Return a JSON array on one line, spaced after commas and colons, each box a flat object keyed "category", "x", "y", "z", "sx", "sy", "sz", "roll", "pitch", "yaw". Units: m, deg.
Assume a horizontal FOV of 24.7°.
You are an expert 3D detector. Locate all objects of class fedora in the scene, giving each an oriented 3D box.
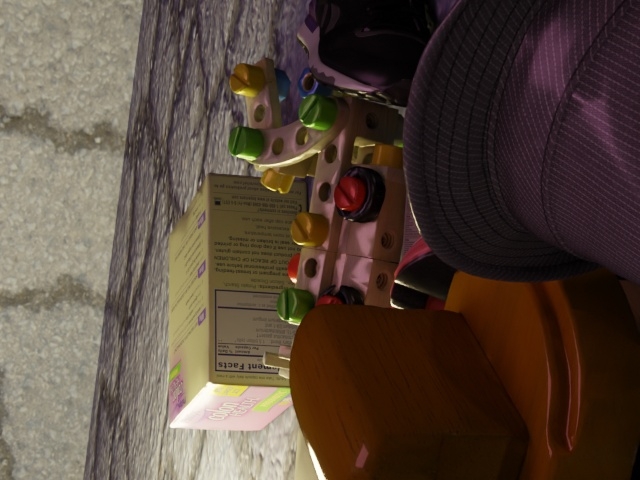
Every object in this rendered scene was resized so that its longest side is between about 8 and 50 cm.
[{"category": "fedora", "x": 0.182, "y": -0.057, "z": 0.616, "sx": 0.124, "sy": 0.275, "sz": 0.243, "roll": 45, "pitch": 155, "yaw": 37}]

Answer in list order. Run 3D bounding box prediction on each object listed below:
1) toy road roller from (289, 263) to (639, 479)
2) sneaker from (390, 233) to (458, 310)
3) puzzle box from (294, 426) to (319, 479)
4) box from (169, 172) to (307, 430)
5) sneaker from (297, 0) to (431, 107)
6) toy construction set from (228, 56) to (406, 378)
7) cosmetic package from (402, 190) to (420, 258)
[{"category": "toy road roller", "x": 0.096, "y": 0.151, "z": 0.809, "sx": 0.202, "sy": 0.241, "sz": 0.329, "roll": -114, "pitch": 32, "yaw": -57}, {"category": "sneaker", "x": 0.106, "y": 0.061, "z": 1.087, "sx": 0.314, "sy": 0.116, "sz": 0.136, "roll": 107, "pitch": -171, "yaw": -54}, {"category": "puzzle box", "x": 0.025, "y": 0.387, "z": 1.315, "sx": 0.272, "sy": 0.052, "sz": 0.408, "roll": -173, "pitch": 87, "yaw": -73}, {"category": "box", "x": -0.096, "y": 0.076, "z": 1.672, "sx": 0.213, "sy": 0.117, "sz": 0.243, "roll": 131, "pitch": 140, "yaw": -63}, {"category": "sneaker", "x": 0.046, "y": -0.205, "z": 1.304, "sx": 0.283, "sy": 0.107, "sz": 0.124, "roll": -123, "pitch": 46, "yaw": -63}, {"category": "toy construction set", "x": 0.000, "y": 0.000, "z": 1.316, "sx": 0.215, "sy": 0.151, "sz": 0.327, "roll": 8, "pitch": 103, "yaw": 49}, {"category": "cosmetic package", "x": 0.095, "y": 0.001, "z": 1.190, "sx": 0.060, "sy": 0.041, "sz": 0.115, "roll": -176, "pitch": 90, "yaw": -74}]
